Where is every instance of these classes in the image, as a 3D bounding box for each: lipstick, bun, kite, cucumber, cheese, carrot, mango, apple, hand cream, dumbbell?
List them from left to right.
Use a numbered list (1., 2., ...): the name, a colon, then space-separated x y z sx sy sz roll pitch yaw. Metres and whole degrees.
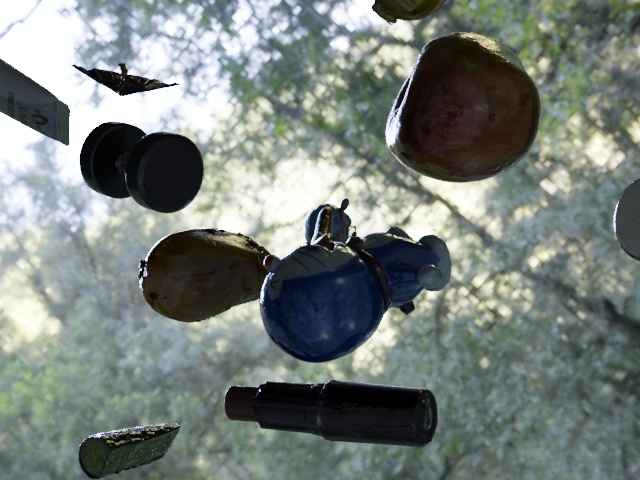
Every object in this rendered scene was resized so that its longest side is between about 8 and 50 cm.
1. hand cream: -0.573 -0.277 1.983 0.089 0.314 0.140 -59 -6 -29
2. kite: -0.332 -0.271 1.882 0.159 0.190 0.010 -97 20 -61
3. cucumber: -0.339 0.361 1.986 0.211 0.062 0.078 -5 -55 -63
4. dumbbell: -0.343 -0.142 2.133 0.152 0.218 0.152 -14 -69 -42
5. mango: -0.182 0.057 1.863 0.248 0.156 0.151 0 -1 -40
6. carrot: 0.000 0.000 1.754 0.037 0.037 0.190 -52 13 29
7. lipstick: 0.006 0.220 1.456 0.081 0.299 0.081 -2 -87 -63
8. cheese: 0.193 -0.525 2.142 0.250 0.156 0.064 -51 3 22
9. apple: 0.281 -0.243 2.126 0.301 0.301 0.301 -48 -6 -7
10. bun: 0.522 -0.032 1.697 0.094 0.138 0.138 1 -41 -39

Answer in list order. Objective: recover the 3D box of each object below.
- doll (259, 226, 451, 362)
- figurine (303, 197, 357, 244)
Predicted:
1. doll: 0.042 0.053 1.439 0.257 0.161 0.215 -27 13 -34
2. figurine: 0.020 0.035 2.266 0.205 0.103 0.260 132 146 -60
